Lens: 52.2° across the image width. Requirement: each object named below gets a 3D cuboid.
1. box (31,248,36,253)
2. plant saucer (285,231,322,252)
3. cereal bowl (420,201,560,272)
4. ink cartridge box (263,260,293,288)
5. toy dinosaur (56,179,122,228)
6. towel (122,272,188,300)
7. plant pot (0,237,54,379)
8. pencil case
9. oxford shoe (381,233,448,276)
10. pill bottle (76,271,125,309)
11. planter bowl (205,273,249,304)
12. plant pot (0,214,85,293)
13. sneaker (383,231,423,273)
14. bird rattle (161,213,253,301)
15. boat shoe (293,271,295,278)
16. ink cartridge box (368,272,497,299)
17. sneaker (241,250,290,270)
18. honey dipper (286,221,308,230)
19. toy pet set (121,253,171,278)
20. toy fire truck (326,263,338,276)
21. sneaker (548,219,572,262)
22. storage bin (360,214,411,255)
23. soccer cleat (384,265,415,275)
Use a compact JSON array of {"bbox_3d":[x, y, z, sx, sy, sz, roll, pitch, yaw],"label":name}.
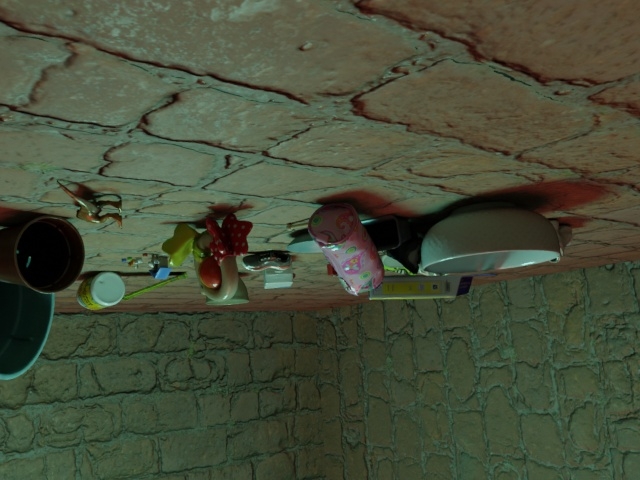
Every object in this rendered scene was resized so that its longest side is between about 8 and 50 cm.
[{"bbox_3d":[-0.666,0.012,1.568,0.083,0.052,0.062,-3,170,-10],"label":"box"},{"bbox_3d":[0.000,0.000,1.805,0.195,0.037,0.195,-4,169,-1],"label":"plant saucer"},{"bbox_3d":[0.413,-0.011,1.619,0.339,0.141,0.339,-4,170,-1],"label":"cereal bowl"},{"bbox_3d":[-0.142,0.106,2.180,0.092,0.089,0.143,-3,169,-9],"label":"ink cartridge box"},{"bbox_3d":[-0.440,-0.056,1.256,0.112,0.064,0.211,1,168,-18],"label":"toy dinosaur"},{"bbox_3d":[-0.592,0.167,2.310,0.237,0.021,0.102,-21,-178,-31],"label":"towel"},{"bbox_3d":[-0.889,0.152,1.587,0.334,0.341,0.341,3,171,8],"label":"plant pot"},{"bbox_3d":[0.066,0.026,1.534,0.124,0.124,0.284,-7,149,15],"label":"pencil case"},{"bbox_3d":[0.334,0.054,1.989,0.169,0.130,0.449,0,170,-30],"label":"oxford shoe"},{"bbox_3d":[-0.768,0.178,2.257,0.118,0.117,0.208,4,167,-38],"label":"pill bottle"},{"bbox_3d":[-0.352,0.180,2.453,0.162,0.109,0.162,-4,170,-1],"label":"planter bowl"},{"bbox_3d":[-0.638,0.030,1.431,0.165,0.166,0.167,-1,173,34],"label":"plant pot"},{"bbox_3d":[0.218,0.028,1.778,0.106,0.101,0.267,9,-174,1],"label":"sneaker"},{"bbox_3d":[-0.240,0.041,1.535,0.254,0.206,0.143,-1,-167,43],"label":"bird rattle"},{"bbox_3d":[-0.142,0.121,2.394,0.137,0.049,0.043,11,160,-40],"label":"boat shoe"},{"bbox_3d":[0.313,0.123,1.763,0.307,0.072,0.304,0,177,19],"label":"ink cartridge box"},{"bbox_3d":[-0.167,0.054,2.035,0.158,0.061,0.065,-1,142,-20],"label":"sneaker"},{"bbox_3d":[-0.023,-0.040,1.602,0.161,0.030,0.030,-10,168,38],"label":"honey dipper"},{"bbox_3d":[-0.523,0.084,1.982,0.122,0.065,0.114,-12,167,40],"label":"toy pet set"},{"bbox_3d":[0.097,0.095,2.334,0.192,0.047,0.135,4,166,-41],"label":"toy fire truck"},{"bbox_3d":[0.678,0.011,1.907,0.090,0.115,0.232,-12,167,36],"label":"sneaker"},{"bbox_3d":[0.167,-0.012,1.679,0.135,0.098,0.091,-12,177,38],"label":"storage bin"},{"bbox_3d":[0.292,0.095,2.402,0.179,0.060,0.072,15,169,-43],"label":"soccer cleat"}]
